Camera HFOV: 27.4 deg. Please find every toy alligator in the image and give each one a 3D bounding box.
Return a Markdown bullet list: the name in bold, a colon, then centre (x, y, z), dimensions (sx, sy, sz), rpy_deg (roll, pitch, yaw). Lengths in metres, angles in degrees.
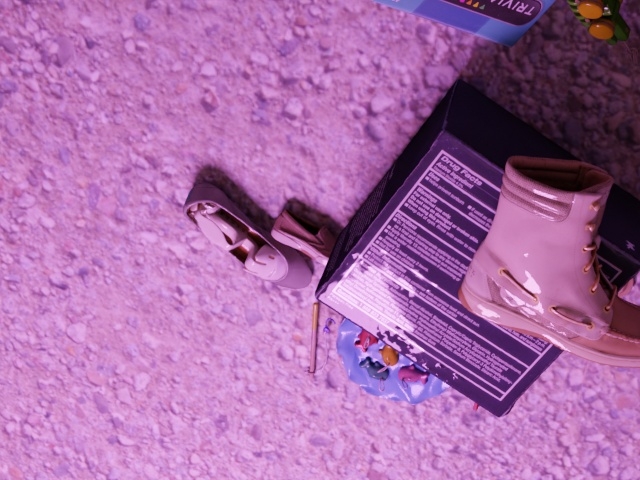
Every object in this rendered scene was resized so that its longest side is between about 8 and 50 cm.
- **toy alligator**: centre (0.324, -0.260, 1.524), dimensions (0.051, 0.056, 0.190), rpy_deg (4, 154, 34)

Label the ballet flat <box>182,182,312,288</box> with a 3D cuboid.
- **ballet flat**: centre (-0.105, 0.008, 1.813), dimensions (0.213, 0.068, 0.072), rpy_deg (41, 121, -10)

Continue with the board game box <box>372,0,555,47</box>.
- **board game box**: centre (0.221, -0.374, 1.409), dimensions (0.254, 0.079, 0.336), rpy_deg (8, 135, -43)

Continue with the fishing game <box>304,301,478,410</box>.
- **fishing game**: centre (0.109, 0.162, 1.860), dimensions (0.264, 0.041, 0.189), rpy_deg (14, 124, 7)

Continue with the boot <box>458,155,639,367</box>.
- **boot**: centre (0.307, 0.023, 1.487), dimensions (0.262, 0.095, 0.203), rpy_deg (19, 120, 7)

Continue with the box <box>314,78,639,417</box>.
- **box**: centre (0.204, 0.010, 1.659), dimensions (0.296, 0.183, 0.294), rpy_deg (34, 122, -7)

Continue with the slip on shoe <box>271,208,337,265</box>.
- **slip on shoe**: centre (0.000, 0.000, 1.794), dimensions (0.135, 0.051, 0.041), rpy_deg (26, 111, 7)

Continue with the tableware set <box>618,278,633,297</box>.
- **tableware set**: centre (0.429, 0.084, 1.738), dimensions (0.141, 0.020, 0.169), rpy_deg (-3, 119, 19)
